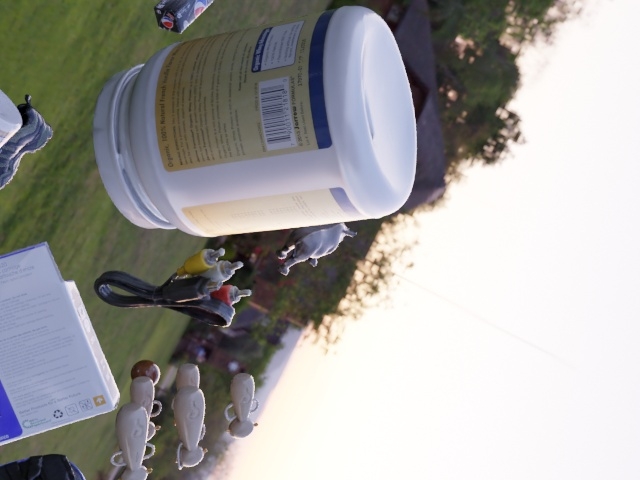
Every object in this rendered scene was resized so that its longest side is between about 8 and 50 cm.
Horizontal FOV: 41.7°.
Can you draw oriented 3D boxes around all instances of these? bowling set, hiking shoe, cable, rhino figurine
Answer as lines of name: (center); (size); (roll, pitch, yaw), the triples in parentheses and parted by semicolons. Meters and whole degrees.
bowling set: (-0.272, 0.315, 1.543); (0.200, 0.287, 0.154); (28, -60, 53)
hiking shoe: (-0.638, -0.187, 1.651); (0.227, 0.086, 0.114); (-55, 149, -27)
cable: (-0.248, 0.085, 1.432); (0.139, 0.287, 0.072); (63, 38, -30)
rhino figurine: (0.000, 0.000, 1.827); (0.106, 0.073, 0.243); (-48, 163, 32)

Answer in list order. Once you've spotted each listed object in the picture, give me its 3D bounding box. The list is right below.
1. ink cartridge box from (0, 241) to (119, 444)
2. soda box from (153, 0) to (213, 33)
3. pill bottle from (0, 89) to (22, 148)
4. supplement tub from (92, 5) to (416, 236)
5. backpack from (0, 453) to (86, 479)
ink cartridge box: (-0.355, 0.120, 0.920); (0.045, 0.206, 0.208); (-113, -174, -73)
soda box: (-0.286, -0.517, 1.813); (0.169, 0.060, 0.053); (-57, 156, -36)
pill bottle: (-0.522, -0.138, 1.177); (0.187, 0.112, 0.112); (-41, -175, 10)
supplement tub: (-0.070, -0.124, 0.950); (0.228, 0.316, 0.228); (-6, 90, -68)
backpack: (-0.530, 0.539, 1.546); (0.213, 0.277, 0.263); (-40, -120, 49)
